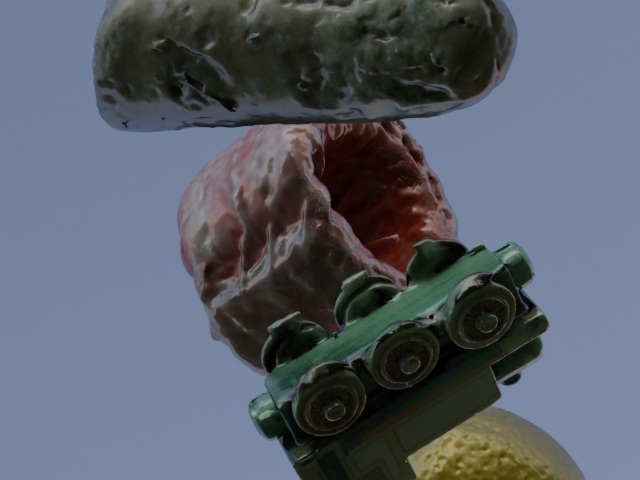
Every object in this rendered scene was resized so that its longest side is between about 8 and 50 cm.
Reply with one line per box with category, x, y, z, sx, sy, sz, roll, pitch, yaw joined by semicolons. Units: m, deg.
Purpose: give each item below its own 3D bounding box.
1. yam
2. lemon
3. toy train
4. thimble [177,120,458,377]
yam;-0.022;-0.136;1.014;0.330;0.133;0.133;4;-74;30
lemon;0.165;0.301;1.546;0.267;0.267;0.267;-3;-76;-11
toy train;0.053;0.079;0.892;0.194;0.081;0.125;-30;-52;-4
thimble;0.000;0.000;1.253;0.162;0.239;0.239;-32;-70;31
